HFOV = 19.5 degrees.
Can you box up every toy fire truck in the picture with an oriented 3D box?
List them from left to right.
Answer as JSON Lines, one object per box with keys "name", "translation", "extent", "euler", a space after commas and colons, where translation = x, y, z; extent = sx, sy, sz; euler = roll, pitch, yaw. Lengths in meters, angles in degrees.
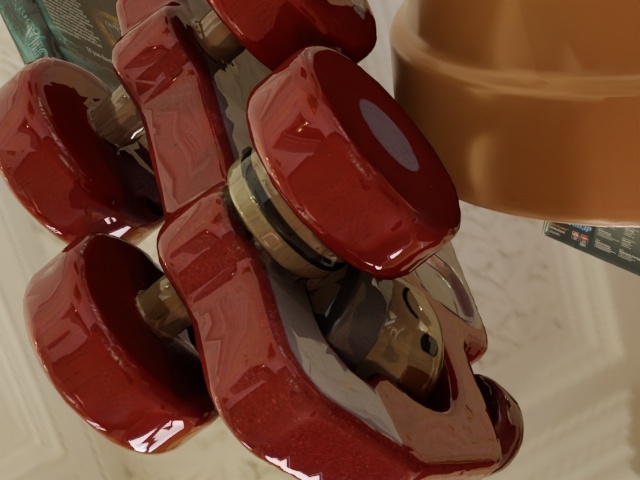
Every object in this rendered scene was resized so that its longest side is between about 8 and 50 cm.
{"name": "toy fire truck", "translation": [0.000, 0.000, 0.862], "extent": [0.169, 0.302, 0.254], "euler": [-39, -47, 19]}

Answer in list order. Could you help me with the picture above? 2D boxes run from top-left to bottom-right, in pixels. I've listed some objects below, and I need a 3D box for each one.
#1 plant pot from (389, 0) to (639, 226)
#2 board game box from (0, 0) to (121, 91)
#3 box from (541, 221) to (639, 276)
{"name": "plant pot", "translation": [0.165, -0.157, 0.855], "extent": [0.291, 0.291, 0.203], "euler": [-19, -64, -18]}
{"name": "board game box", "translation": [-0.121, -0.108, 1.100], "extent": [0.026, 0.126, 0.186], "euler": [-38, -29, 17]}
{"name": "box", "translation": [0.327, 0.000, 1.579], "extent": [0.175, 0.220, 0.051], "euler": [-10, -63, -47]}
